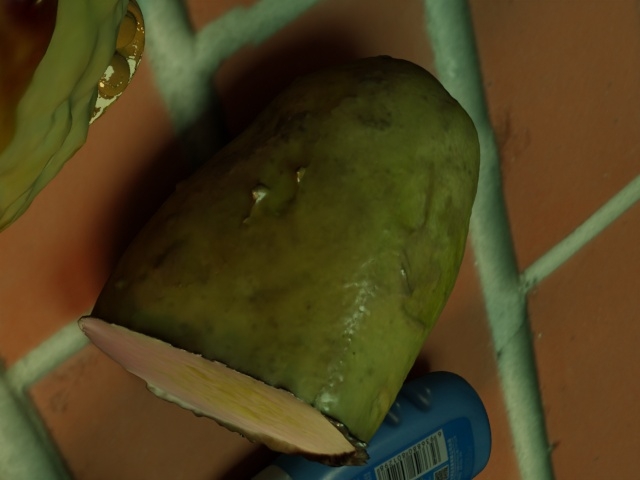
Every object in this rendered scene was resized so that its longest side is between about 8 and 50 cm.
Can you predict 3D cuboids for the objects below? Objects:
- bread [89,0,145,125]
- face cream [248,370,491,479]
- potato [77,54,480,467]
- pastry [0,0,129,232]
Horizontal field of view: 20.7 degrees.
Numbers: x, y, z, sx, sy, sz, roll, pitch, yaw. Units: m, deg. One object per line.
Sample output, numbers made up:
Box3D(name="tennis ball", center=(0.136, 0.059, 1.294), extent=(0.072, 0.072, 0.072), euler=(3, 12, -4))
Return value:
Box3D(name="bread", center=(-0.151, -0.111, 1.046), extent=(0.110, 0.024, 0.110), euler=(-28, 137, -30))
Box3D(name="face cream", center=(0.019, 0.207, 1.436), extent=(0.264, 0.083, 0.149), euler=(-26, 135, -29))
Box3D(name="potato", center=(0.000, 0.000, 1.174), extent=(0.266, 0.229, 0.229), euler=(-59, 145, -15))
Box3D(name="pastry", center=(-0.253, -0.130, 0.627), extent=(0.312, 0.388, 0.388), euler=(-70, 171, -56))
